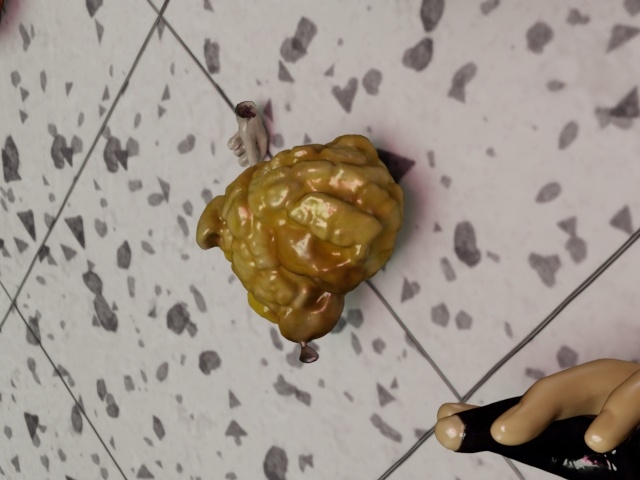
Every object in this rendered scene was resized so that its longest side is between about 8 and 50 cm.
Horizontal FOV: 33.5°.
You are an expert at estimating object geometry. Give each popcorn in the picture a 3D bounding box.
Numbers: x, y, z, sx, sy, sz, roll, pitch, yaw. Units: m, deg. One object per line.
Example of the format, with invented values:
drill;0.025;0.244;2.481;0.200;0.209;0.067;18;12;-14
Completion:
popcorn;-0.014;-0.012;0.936;0.163;0.140;0.194;39;135;18

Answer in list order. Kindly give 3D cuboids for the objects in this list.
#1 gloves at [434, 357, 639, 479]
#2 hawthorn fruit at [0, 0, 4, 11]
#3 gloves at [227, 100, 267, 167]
gloves;0.224;0.169;0.749;0.301;0.152;0.197;14;107;12
hawthorn fruit;-0.440;-0.279;1.236;0.149;0.149;0.189;29;119;33
gloves;-0.068;-0.102;1.018;0.081;0.037;0.044;103;164;-44
